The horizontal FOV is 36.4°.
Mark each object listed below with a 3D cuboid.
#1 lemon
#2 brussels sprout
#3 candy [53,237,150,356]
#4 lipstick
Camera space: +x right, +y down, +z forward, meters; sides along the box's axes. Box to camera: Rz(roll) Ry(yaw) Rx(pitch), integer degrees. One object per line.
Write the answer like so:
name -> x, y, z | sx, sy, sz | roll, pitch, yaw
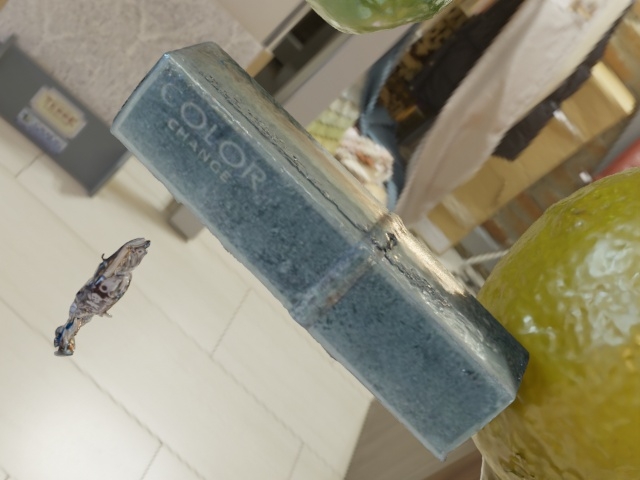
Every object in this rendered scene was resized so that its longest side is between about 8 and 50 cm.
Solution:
lemon -> 0.228, 0.083, 0.687 | 0.245, 0.320, 0.245 | 38, 21, -17
brussels sprout -> 0.065, -0.344, 1.084 | 0.244, 0.244, 0.244 | 33, 36, -28
candy -> -0.262, 0.067, 1.148 | 0.051, 0.226, 0.094 | 36, 45, -7
lipstick -> 0.000, 0.000, 0.595 | 0.289, 0.077, 0.076 | 45, 27, -1
